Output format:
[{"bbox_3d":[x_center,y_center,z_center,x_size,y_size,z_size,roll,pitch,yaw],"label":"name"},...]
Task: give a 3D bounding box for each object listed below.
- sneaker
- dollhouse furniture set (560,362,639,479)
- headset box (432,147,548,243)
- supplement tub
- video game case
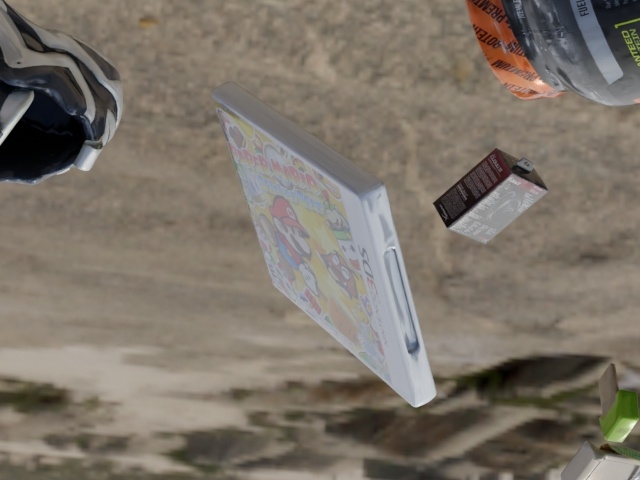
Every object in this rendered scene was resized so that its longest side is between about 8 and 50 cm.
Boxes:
[{"bbox_3d":[-0.235,-0.106,0.840,0.235,0.094,0.153,30,-163,-22],"label":"sneaker"},{"bbox_3d":[0.225,0.124,0.920,0.076,0.058,0.151,11,136,-10],"label":"dollhouse furniture set"},{"bbox_3d":[0.147,-0.039,1.123,0.083,0.032,0.062,-43,145,23],"label":"headset box"},{"bbox_3d":[0.285,-0.215,0.946,0.338,0.207,0.207,-11,163,32],"label":"supplement tub"},{"bbox_3d":[0.000,0.000,1.040,0.026,0.206,0.227,-29,-143,-18],"label":"video game case"}]
